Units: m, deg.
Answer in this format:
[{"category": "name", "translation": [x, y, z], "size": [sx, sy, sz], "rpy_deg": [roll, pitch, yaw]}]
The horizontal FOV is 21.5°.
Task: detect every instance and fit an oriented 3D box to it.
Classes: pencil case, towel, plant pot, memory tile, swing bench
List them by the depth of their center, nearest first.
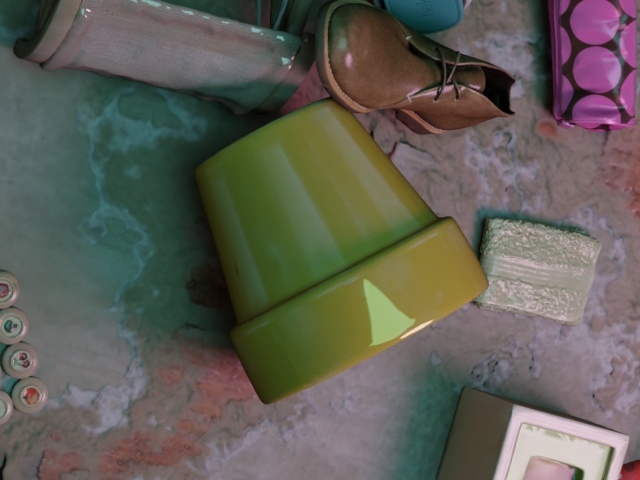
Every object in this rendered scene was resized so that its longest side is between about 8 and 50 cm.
[{"category": "swing bench", "translation": [-0.130, -0.264, 1.605], "size": [0.253, 0.165, 0.254], "rpy_deg": [11, 90, -24]}, {"category": "memory tile", "translation": [-0.332, 0.111, 1.639], "size": [0.113, 0.012, 0.148], "rpy_deg": [-17, 102, -20]}, {"category": "plant pot", "translation": [0.000, 0.000, 1.655], "size": [0.254, 0.254, 0.239], "rpy_deg": [-28, 88, -18]}, {"category": "pencil case", "translation": [0.290, -0.220, 1.822], "size": [0.098, 0.095, 0.209], "rpy_deg": [-9, 100, -19]}, {"category": "towel", "translation": [0.238, 0.033, 1.858], "size": [0.148, 0.027, 0.110], "rpy_deg": [11, 90, -23]}]

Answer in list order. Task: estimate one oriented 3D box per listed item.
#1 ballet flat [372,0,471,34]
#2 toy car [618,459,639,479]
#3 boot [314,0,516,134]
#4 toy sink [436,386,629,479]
[{"category": "ballet flat", "translation": [0.078, -0.325, 1.572], "size": [0.139, 0.400, 0.139], "rpy_deg": [-2, 73, 6]}, {"category": "toy car", "translation": [0.417, 0.349, 1.863], "size": [0.225, 0.053, 0.239], "rpy_deg": [4, 125, -3]}, {"category": "boot", "translation": [0.097, -0.171, 1.650], "size": [0.305, 0.115, 0.112], "rpy_deg": [14, 79, -59]}, {"category": "toy sink", "translation": [0.213, 0.295, 1.816], "size": [0.153, 0.131, 0.234], "rpy_deg": [18, 89, -22]}]
